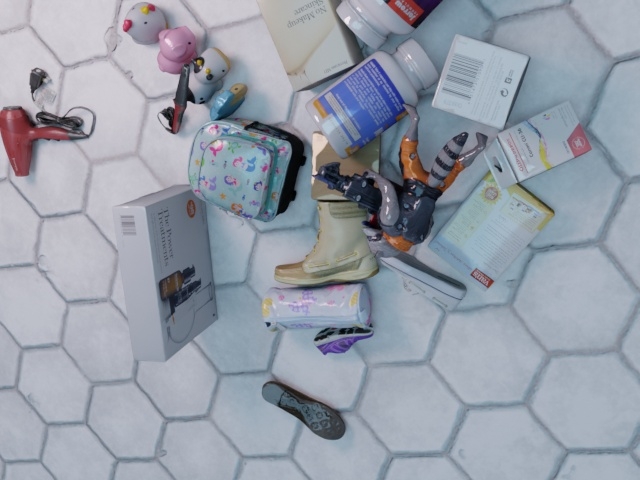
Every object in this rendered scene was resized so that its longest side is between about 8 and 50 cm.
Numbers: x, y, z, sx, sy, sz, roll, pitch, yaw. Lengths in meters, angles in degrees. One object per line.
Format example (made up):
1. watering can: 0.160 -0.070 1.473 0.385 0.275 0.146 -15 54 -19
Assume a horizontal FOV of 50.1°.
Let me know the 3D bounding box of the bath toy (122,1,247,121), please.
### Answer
1. bath toy: -0.333 -0.438 1.625 0.348 0.129 0.151 43 113 3

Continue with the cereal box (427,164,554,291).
1. cereal box: 0.382 -0.025 1.550 0.173 0.047 0.240 39 113 5

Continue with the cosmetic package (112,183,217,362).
1. cosmetic package: -0.372 0.069 1.692 0.097 0.284 0.378 0 105 16

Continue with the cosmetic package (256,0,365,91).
1. cosmetic package: -0.036 -0.505 1.519 0.160 0.113 0.310 -21 97 22

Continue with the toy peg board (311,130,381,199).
1. toy peg board: 0.067 -0.173 1.607 0.161 0.079 0.161 1 89 17

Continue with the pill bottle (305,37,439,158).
1. pill bottle: 0.115 -0.312 1.485 0.272 0.152 0.152 -35 92 7

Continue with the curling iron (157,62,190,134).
1. curling iron: -0.343 -0.332 1.622 0.068 0.035 0.274 44 152 -1

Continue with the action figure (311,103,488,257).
1. action figure: 0.169 -0.111 1.449 0.341 0.178 0.330 13 109 -30

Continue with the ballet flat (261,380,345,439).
1. ballet flat: -0.045 0.447 1.820 0.249 0.058 0.084 28 90 3

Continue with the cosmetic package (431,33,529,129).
1. cosmetic package: 0.334 -0.328 1.408 0.151 0.183 0.151 21 110 12

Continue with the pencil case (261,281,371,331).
1. pencil case: -0.009 0.166 1.688 0.273 0.124 0.114 -5 103 18

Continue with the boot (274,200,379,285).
1. boot: 0.000 0.000 1.654 0.261 0.095 0.204 -6 103 17

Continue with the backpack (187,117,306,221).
1. backpack: -0.192 -0.173 1.628 0.253 0.191 0.225 22 111 16

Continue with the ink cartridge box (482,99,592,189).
1. ink cartridge box: 0.450 -0.197 1.445 0.198 0.067 0.115 -26 86 12

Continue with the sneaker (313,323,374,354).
1. sneaker: 0.066 0.248 1.730 0.169 0.068 0.071 -19 113 30

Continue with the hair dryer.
1. hair dryer: -0.757 -0.288 1.828 0.223 0.080 0.293 43 113 2

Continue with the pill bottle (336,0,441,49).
1. pill bottle: 0.185 -0.552 1.396 0.181 0.181 0.323 46 113 1

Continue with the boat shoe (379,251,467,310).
1. boat shoe: 0.229 0.096 1.613 0.226 0.083 0.076 28 110 8
